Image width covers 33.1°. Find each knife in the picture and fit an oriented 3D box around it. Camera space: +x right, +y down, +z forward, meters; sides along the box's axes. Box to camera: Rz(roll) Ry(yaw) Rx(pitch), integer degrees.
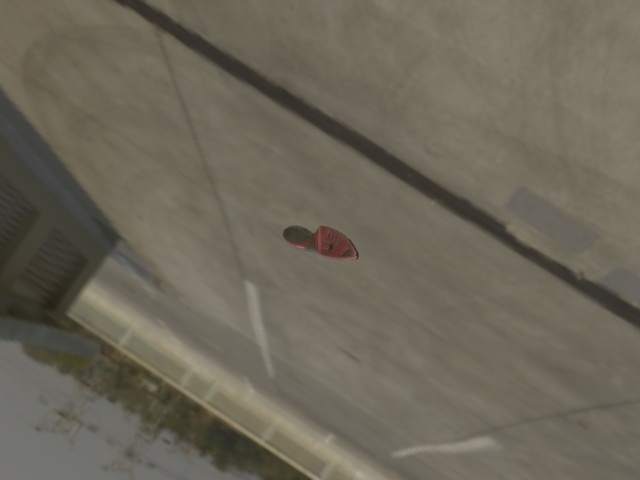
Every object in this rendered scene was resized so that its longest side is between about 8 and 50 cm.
[{"bbox_3d":[0.000,0.000,1.260,0.018,0.035,0.247,17,179,-21],"label":"knife"}]
